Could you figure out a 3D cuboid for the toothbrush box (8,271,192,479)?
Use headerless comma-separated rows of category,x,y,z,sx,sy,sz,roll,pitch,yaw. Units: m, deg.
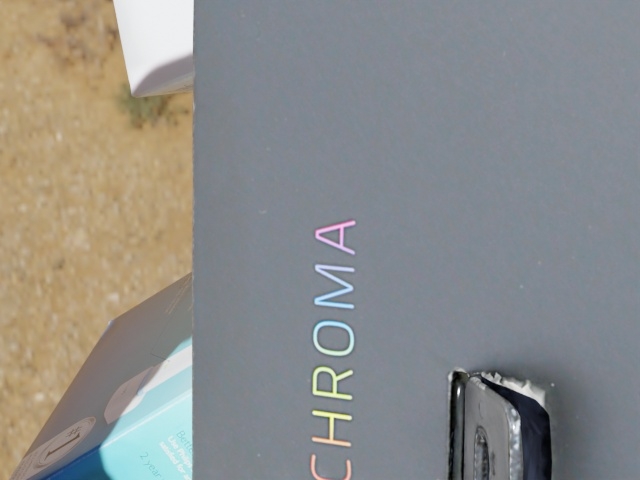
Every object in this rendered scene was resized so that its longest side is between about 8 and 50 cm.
toothbrush box,0.024,0.053,0.799,0.295,0.126,0.216,-33,12,17

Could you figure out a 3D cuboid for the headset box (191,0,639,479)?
headset box,0.079,0.036,0.442,0.131,0.246,0.283,5,8,26

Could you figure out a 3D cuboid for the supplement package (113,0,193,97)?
supplement package,0.037,-0.201,0.941,0.262,0.199,0.198,-9,87,-38
